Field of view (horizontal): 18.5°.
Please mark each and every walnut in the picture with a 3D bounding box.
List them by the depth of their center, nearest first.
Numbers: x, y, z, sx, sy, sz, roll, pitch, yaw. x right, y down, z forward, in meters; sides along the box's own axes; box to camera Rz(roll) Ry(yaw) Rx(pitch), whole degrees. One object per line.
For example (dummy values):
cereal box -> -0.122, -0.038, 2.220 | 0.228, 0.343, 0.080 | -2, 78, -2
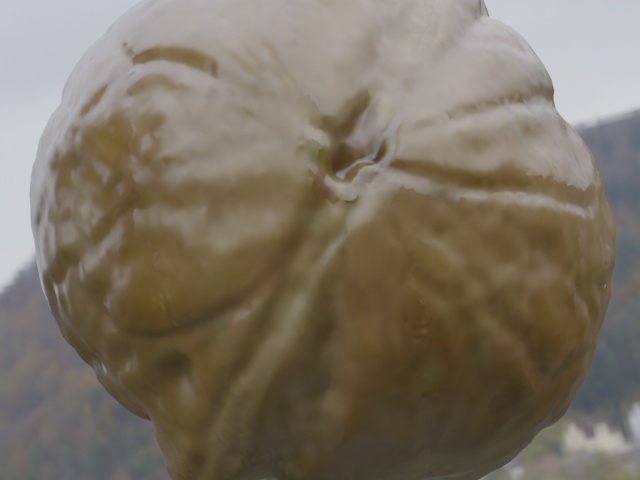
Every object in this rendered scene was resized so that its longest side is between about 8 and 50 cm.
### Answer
walnut -> 0.000, 0.000, 1.028 | 0.332, 0.333, 0.333 | -13, -5, -1
